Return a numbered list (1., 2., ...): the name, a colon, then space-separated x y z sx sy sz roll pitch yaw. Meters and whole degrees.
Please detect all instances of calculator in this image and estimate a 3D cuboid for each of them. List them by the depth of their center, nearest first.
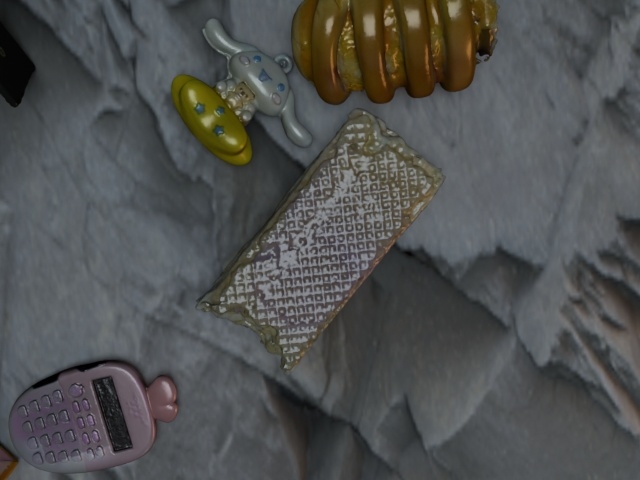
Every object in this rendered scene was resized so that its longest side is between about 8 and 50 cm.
1. calculator: -0.214 0.167 0.824 0.165 0.024 0.103 -14 97 2

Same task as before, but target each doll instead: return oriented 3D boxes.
1. doll: -0.065 -0.122 0.779 0.135 0.071 0.113 27 77 -12

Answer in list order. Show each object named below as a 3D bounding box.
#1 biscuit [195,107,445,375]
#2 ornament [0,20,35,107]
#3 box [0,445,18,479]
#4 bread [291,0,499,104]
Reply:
1. biscuit: 0.000 0.000 0.793 0.108 0.062 0.239 39 93 -5
2. ornament: -0.351 -0.118 0.763 0.203 0.088 0.081 -31 122 14
3. box: -0.453 0.203 0.700 0.283 0.259 0.214 44 96 -7
4. bread: 0.063 -0.172 0.748 0.177 0.084 0.119 -10 140 2
